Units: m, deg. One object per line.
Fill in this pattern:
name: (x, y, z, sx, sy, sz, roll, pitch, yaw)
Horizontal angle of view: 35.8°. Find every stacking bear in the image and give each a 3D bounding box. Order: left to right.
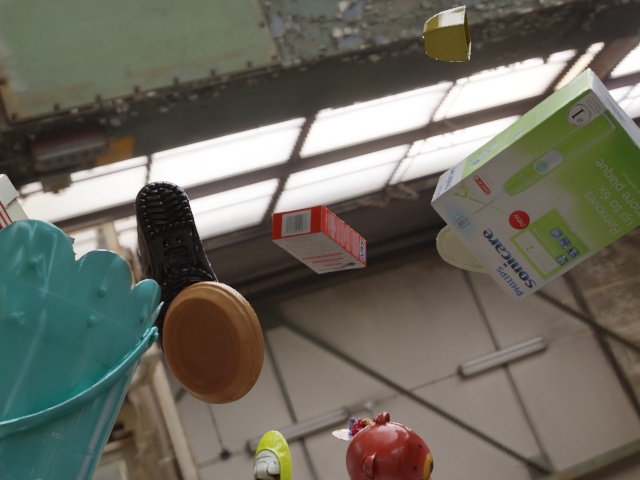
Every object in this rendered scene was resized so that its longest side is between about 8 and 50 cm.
stacking bear: (0.108, 0.379, 1.427, 0.164, 0.175, 0.289, 7, -50, 23)

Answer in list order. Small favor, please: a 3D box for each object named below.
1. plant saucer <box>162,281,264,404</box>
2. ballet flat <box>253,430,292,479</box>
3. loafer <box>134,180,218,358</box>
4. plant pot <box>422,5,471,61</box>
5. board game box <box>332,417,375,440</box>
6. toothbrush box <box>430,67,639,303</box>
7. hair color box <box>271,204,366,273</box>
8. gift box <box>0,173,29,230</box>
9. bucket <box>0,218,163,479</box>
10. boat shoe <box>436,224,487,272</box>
plant saucer: (-0.180, 0.166, 1.582, 0.200, 0.037, 0.200, 4, -83, 32)
ballet flat: (-0.099, 0.481, 1.925, 0.077, 0.077, 0.231, 35, 48, -57)
loafer: (-0.265, 0.073, 1.867, 0.130, 0.134, 0.365, 146, -65, -73)
plant pot: (0.243, -0.394, 1.913, 0.081, 0.083, 0.081, -77, 157, -49)
board game box: (0.108, 0.380, 1.990, 0.133, 0.169, 0.033, 11, 82, -82)
toothbrush box: (0.338, -0.077, 1.447, 0.206, 0.283, 0.122, 49, 27, -10)
hair color box: (0.000, 0.000, 1.635, 0.167, 0.093, 0.053, 39, 47, -54)
gift box: (-0.613, 0.055, 1.622, 0.258, 0.276, 0.255, 63, 4, -15)
bucket: (-0.279, 0.094, 0.778, 0.281, 0.281, 0.183, 129, -26, -68)
boat shoe: (0.381, -0.011, 1.840, 0.097, 0.324, 0.116, -26, 106, -67)
